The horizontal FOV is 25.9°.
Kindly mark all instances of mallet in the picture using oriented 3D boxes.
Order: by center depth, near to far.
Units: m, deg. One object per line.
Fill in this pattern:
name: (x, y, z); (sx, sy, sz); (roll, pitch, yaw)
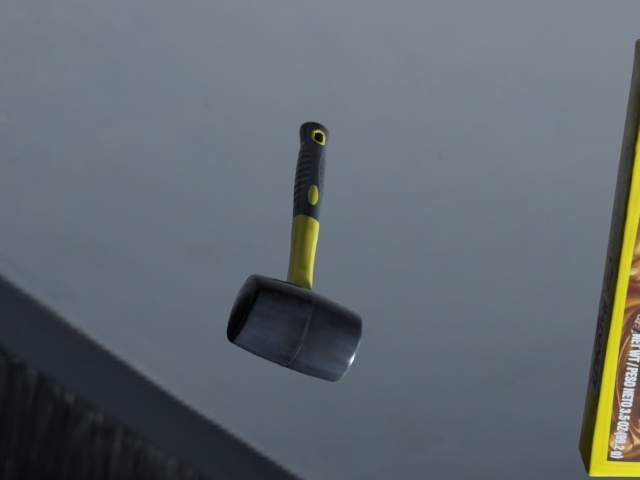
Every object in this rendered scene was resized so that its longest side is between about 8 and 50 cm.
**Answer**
mallet: (0.000, 0.000, 0.731); (0.062, 0.190, 0.039); (28, 126, -8)

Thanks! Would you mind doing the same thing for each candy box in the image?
candy box: (0.176, 0.014, 0.602); (0.105, 0.027, 0.206); (0, 118, -3)
